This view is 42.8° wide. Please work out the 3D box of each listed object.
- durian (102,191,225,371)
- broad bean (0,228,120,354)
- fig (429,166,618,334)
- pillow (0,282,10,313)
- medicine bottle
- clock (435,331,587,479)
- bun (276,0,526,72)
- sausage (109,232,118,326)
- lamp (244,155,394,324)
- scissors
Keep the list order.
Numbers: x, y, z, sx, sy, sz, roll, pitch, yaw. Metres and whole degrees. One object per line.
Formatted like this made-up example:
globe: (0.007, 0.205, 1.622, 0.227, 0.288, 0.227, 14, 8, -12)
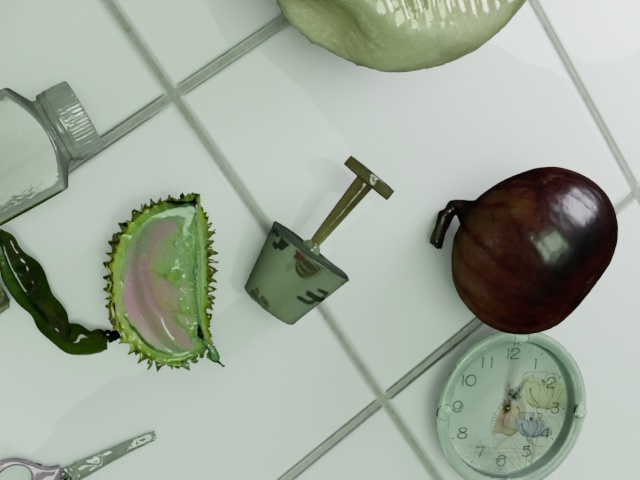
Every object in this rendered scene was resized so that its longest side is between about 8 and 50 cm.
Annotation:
durian: (-0.188, 0.052, 0.986, 0.137, 0.095, 0.221, -6, 100, -6)
broad bean: (-0.325, 0.074, 0.967, 0.195, 0.046, 0.061, 48, 60, -23)
fig: (0.274, 0.004, 1.071, 0.235, 0.235, 0.214, -16, 62, -16)
pillow: (-0.457, 0.095, 0.922, 0.208, 0.053, 0.119, -46, 110, -9)
medicine bottle: (-0.350, -0.098, 0.922, 0.188, 0.088, 0.132, -31, 103, -13)
clock: (0.266, 0.239, 1.168, 0.236, 0.053, 0.237, -1, 95, -15)
bun: (0.083, -0.374, 0.965, 0.352, 0.227, 0.349, -32, 103, -10)
sausage: (-0.245, 0.048, 1.002, 0.026, 0.026, 0.116, 2, 95, -18)
lamp: (0.000, 0.000, 1.023, 0.121, 0.121, 0.215, 39, 95, -17)
scissors: (-0.302, 0.288, 1.007, 0.212, 0.021, 0.110, -23, 103, -14)
